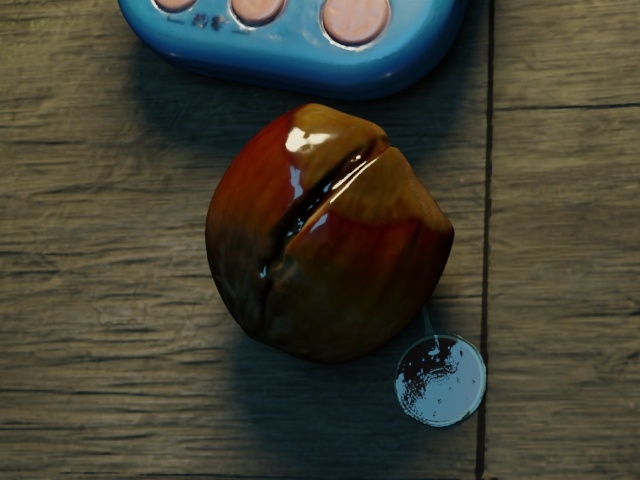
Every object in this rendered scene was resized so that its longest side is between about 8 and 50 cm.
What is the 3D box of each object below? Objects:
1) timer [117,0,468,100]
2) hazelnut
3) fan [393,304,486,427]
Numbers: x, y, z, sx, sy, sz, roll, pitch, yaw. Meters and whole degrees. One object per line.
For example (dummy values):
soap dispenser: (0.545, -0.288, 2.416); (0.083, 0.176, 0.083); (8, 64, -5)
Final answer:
timer: (-0.012, -0.290, 1.713); (0.340, 0.115, 0.309); (12, 78, 18)
hazelnut: (-0.001, 0.000, 1.590); (0.212, 0.181, 0.181); (43, 68, 12)
fan: (0.101, 0.101, 1.622); (0.085, 0.005, 0.133); (-16, 71, 11)
